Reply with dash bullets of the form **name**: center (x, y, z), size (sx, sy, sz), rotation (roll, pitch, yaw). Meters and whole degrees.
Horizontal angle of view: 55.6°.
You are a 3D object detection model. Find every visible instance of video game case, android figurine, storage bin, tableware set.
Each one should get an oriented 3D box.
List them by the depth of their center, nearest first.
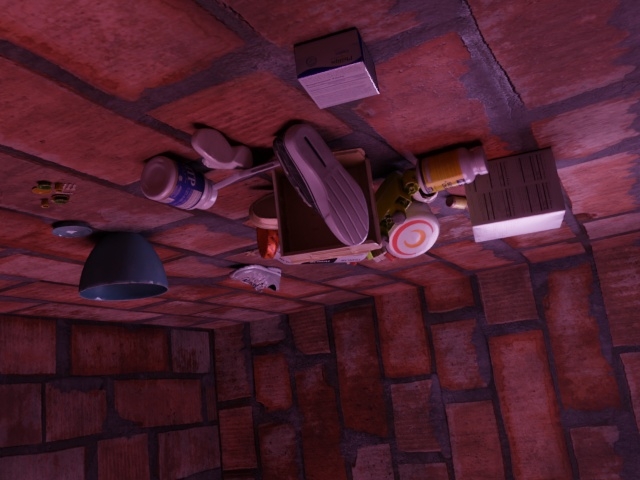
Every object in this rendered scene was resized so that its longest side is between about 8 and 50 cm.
- **video game case**: center (-0.185, -0.170, 1.556), size (0.143, 0.019, 0.157), rotation (-24, -174, -33)
- **storage bin**: center (0.018, -0.089, 1.621), size (0.260, 0.262, 0.123), rotation (-9, 166, 5)
- **tableware set**: center (-0.720, -0.120, 1.628), size (0.104, 0.024, 0.154), rotation (3, 162, -32)
- **android figurine**: center (0.196, -0.095, 1.752), size (0.056, 0.273, 0.248), rotation (28, 116, -12)

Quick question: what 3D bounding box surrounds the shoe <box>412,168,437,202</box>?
- **shoe**: center (0.318, -0.153, 1.867), size (0.076, 0.058, 0.219), rotation (-44, 152, 11)

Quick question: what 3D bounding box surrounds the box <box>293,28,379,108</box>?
- **box**: center (0.032, -0.319, 1.141), size (0.126, 0.072, 0.137), rotation (-11, 165, 16)

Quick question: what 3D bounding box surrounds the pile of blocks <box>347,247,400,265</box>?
- **pile of blocks**: center (0.246, 0.022, 2.338), size (0.362, 0.113, 0.149), rotation (-11, 145, -13)

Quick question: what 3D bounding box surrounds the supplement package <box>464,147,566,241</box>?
- **supplement package**: center (0.580, -0.131, 1.843), size (0.262, 0.198, 0.199), rotation (-11, 164, 14)

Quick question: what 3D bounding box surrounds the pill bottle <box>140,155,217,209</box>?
- **pill bottle**: center (-0.356, -0.139, 1.553), size (0.112, 0.112, 0.186), rotation (-15, 164, 27)

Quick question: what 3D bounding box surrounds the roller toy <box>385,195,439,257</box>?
- **roller toy**: center (0.284, -0.052, 2.000), size (0.209, 0.146, 0.191), rotation (22, 118, -31)

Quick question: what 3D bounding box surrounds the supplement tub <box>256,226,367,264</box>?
- **supplement tub**: center (-0.023, -0.029, 1.932), size (0.337, 0.207, 0.207), rotation (-3, 164, -19)

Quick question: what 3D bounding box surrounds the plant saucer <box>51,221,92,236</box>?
- **plant saucer**: center (-0.783, -0.037, 1.911), size (0.119, 0.021, 0.119), rotation (-6, 166, -2)

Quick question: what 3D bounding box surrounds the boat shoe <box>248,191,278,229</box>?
- **boat shoe**: center (-0.044, -0.124, 1.768), size (0.341, 0.122, 0.110), rotation (-15, 162, -11)

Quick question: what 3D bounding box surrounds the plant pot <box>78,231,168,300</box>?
- **plant pot**: center (-0.671, 0.083, 2.069), size (0.290, 0.196, 0.290), rotation (-6, 165, -2)

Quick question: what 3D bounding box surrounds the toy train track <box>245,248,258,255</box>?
- **toy train track**: center (-0.269, 0.042, 2.455), size (0.083, 0.014, 0.048), rotation (-22, 152, 29)

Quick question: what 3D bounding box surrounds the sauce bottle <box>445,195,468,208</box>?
- **sauce bottle**: center (0.492, -0.129, 2.110), size (0.128, 0.042, 0.042), rotation (5, 161, -33)

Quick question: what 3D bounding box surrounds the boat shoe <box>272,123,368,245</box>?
- **boat shoe**: center (0.004, -0.134, 1.485), size (0.121, 0.335, 0.119), rotation (-40, -160, -29)

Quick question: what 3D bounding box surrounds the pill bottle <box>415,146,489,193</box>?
- **pill bottle**: center (0.365, -0.199, 1.678), size (0.184, 0.103, 0.103), rotation (-14, 164, 24)

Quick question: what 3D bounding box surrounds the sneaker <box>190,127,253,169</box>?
- **sneaker**: center (-0.253, -0.203, 1.441), size (0.094, 0.080, 0.212), rotation (-8, 168, 25)

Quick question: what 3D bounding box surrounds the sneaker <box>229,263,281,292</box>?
- **sneaker**: center (-0.284, 0.176, 2.742), size (0.281, 0.115, 0.105), rotation (7, 160, -41)
